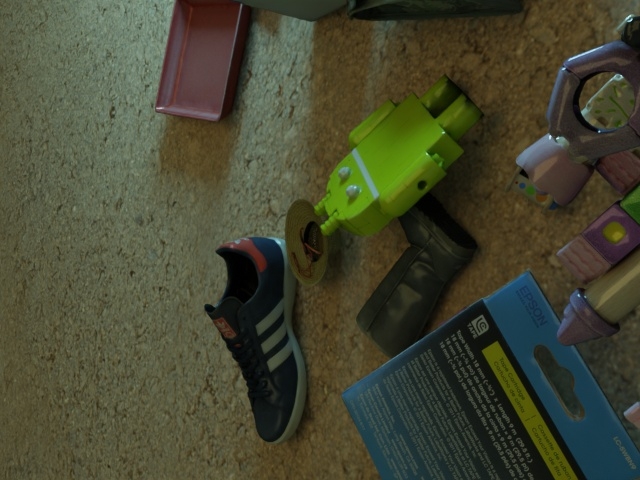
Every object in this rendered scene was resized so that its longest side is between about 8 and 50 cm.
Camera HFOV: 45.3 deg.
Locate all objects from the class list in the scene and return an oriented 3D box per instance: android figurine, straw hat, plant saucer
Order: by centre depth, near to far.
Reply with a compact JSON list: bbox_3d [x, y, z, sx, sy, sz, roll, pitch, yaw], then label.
[{"bbox_3d":[0.098,-0.111,1.069,0.273,0.056,0.248,-41,28,15],"label":"android figurine"},{"bbox_3d":[0.000,0.000,1.234,0.144,0.061,0.144,22,116,56],"label":"straw hat"},{"bbox_3d":[-0.234,-0.374,1.557,0.259,0.048,0.258,18,98,48],"label":"plant saucer"}]

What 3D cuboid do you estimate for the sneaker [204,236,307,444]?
[{"bbox_3d":[-0.119,0.163,1.277,0.131,0.148,0.349,-20,70,45],"label":"sneaker"}]

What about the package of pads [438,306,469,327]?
[{"bbox_3d":[0.195,0.136,1.020,0.050,0.032,0.083,-43,55,39],"label":"package of pads"}]

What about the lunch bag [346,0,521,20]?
[{"bbox_3d":[0.134,-0.433,1.066,0.287,0.169,0.235,14,102,52],"label":"lunch bag"}]

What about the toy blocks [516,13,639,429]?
[{"bbox_3d":[0.287,0.001,0.675,0.288,0.309,0.260,48,115,12],"label":"toy blocks"}]

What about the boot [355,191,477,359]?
[{"bbox_3d":[0.114,0.040,1.105,0.189,0.076,0.208,56,131,39],"label":"boot"}]

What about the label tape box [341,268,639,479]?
[{"bbox_3d":[0.207,0.212,0.915,0.334,0.106,0.240,-41,67,37],"label":"label tape box"}]

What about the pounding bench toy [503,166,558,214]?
[{"bbox_3d":[0.275,-0.074,0.951,0.065,0.083,0.052,33,115,12],"label":"pounding bench toy"}]

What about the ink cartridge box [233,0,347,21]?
[{"bbox_3d":[-0.081,-0.588,1.218,0.166,0.286,0.394,5,88,64],"label":"ink cartridge box"}]
